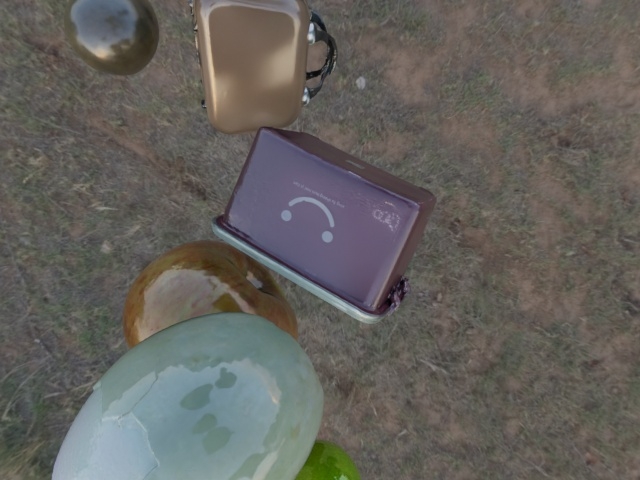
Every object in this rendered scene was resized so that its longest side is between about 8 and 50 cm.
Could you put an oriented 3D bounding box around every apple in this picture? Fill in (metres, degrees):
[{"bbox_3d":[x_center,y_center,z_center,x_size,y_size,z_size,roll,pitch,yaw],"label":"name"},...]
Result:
[{"bbox_3d":[-0.252,0.199,0.974,0.400,0.400,0.334,43,98,-1],"label":"apple"}]

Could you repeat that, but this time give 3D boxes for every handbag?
[{"bbox_3d":[-0.105,-0.369,0.842,0.282,0.302,0.149,-4,50,-10],"label":"handbag"}]

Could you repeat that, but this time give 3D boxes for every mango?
[{"bbox_3d":[-0.025,0.452,0.739,0.142,0.293,0.175,14,45,-24],"label":"mango"}]

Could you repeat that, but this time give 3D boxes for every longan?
[{"bbox_3d":[-0.394,-0.407,0.803,0.167,0.167,0.188,-3,66,-2],"label":"longan"}]

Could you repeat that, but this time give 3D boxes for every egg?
[{"bbox_3d":[-0.172,0.253,0.557,0.336,0.278,0.279,-30,91,-33],"label":"egg"}]

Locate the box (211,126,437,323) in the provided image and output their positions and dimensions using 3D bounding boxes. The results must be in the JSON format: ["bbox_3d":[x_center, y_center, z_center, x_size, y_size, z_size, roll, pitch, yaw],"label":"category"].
[{"bbox_3d":[0.016,-0.038,0.603,0.293,0.193,0.168,29,108,16],"label":"box"}]
